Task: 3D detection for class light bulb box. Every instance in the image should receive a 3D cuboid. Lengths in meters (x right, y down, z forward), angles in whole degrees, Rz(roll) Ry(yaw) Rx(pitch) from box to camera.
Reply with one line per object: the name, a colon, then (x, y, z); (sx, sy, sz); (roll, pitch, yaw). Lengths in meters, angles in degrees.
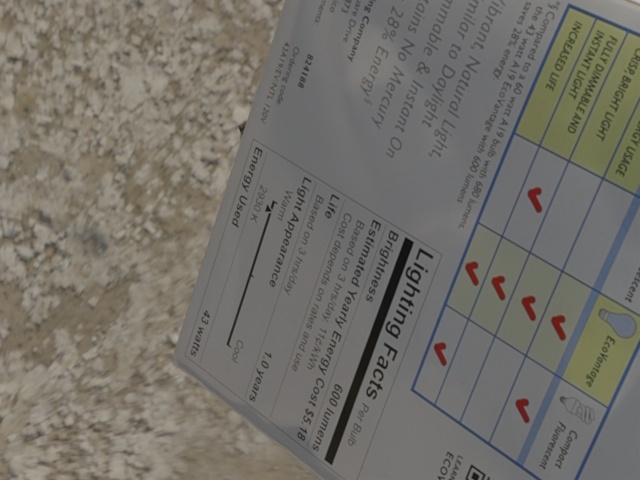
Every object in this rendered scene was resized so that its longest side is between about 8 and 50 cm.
light bulb box: (0.139, 0.005, 0.742); (0.225, 0.361, 0.358); (-8, 123, -51)

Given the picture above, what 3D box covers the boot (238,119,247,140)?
boot: (0.000, 0.000, 1.086); (0.091, 0.263, 0.229); (-28, 115, -15)
